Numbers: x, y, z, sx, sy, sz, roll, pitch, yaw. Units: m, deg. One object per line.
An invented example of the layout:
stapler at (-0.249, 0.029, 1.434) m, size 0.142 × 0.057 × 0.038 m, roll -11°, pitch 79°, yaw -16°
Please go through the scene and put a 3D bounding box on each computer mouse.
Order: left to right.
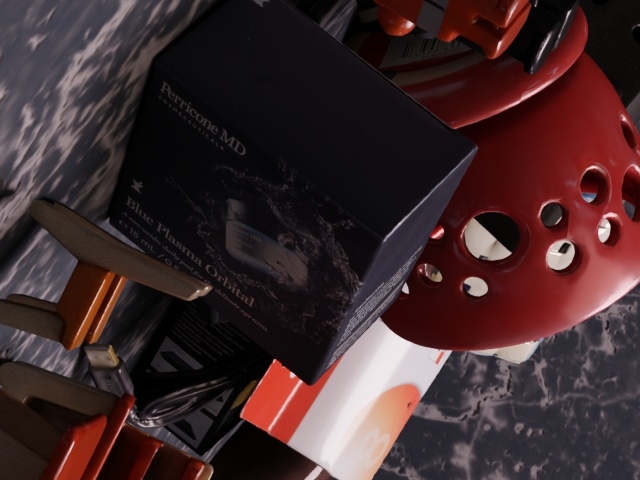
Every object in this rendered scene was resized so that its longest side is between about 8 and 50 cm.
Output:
computer mouse at (-0.077, 0.020, 1.296) m, size 0.184 × 0.060 × 0.262 m, roll -22°, pitch 146°, yaw -11°

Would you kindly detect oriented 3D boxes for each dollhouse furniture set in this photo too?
dollhouse furniture set at (-0.134, 0.127, 1.040) m, size 0.262 × 0.135 × 0.259 m, roll -63°, pitch 180°, yaw -1°

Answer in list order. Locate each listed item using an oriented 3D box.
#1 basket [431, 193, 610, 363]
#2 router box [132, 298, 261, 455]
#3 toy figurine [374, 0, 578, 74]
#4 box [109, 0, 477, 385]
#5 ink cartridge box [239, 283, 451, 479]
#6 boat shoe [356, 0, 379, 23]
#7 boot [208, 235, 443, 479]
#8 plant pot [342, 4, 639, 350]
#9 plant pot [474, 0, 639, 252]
basket at (0.145, -0.046, 1.778) m, size 0.254 × 0.201 × 0.289 m, roll -60°, pitch -154°, yaw 33°
router box at (0.000, 0.000, 1.537) m, size 0.243 × 0.081 × 0.309 m, roll -59°, pitch 169°, yaw 33°
toy figurine at (0.084, -0.203, 1.031) m, size 0.209 × 0.148 × 0.213 m, roll -61°, pitch 168°, yaw 10°
box at (-0.020, -0.030, 1.089) m, size 0.093 × 0.156 × 0.158 m, roll -45°, pitch 168°, yaw -35°
ink cartridge box at (0.027, 0.087, 1.358) m, size 0.145 × 0.045 × 0.179 m, roll -57°, pitch 157°, yaw -5°
boat shoe at (0.086, -0.209, 1.234) m, size 0.081 × 0.068 × 0.228 m, roll -8°, pitch -155°, yaw 46°
boot at (0.004, 0.088, 1.466) m, size 0.248 × 0.090 × 0.207 m, roll -35°, pitch 147°, yaw -49°
plant pot at (0.099, -0.055, 1.207) m, size 0.191 × 0.191 × 0.174 m, roll -45°, pitch 124°, yaw -42°
plant pot at (0.154, -0.136, 1.363) m, size 0.187 × 0.188 × 0.167 m, roll -48°, pitch -179°, yaw -27°
